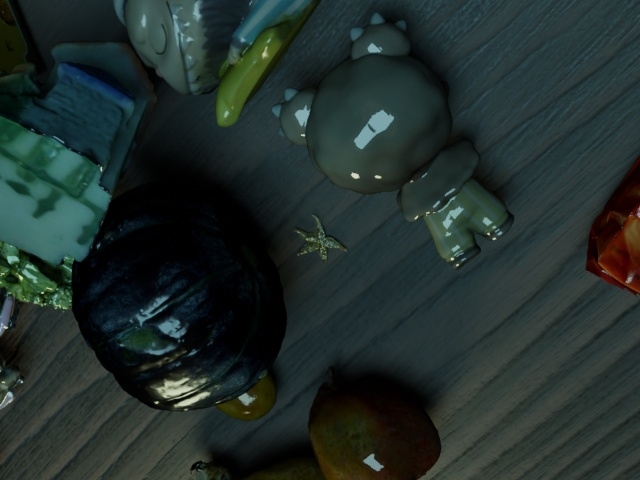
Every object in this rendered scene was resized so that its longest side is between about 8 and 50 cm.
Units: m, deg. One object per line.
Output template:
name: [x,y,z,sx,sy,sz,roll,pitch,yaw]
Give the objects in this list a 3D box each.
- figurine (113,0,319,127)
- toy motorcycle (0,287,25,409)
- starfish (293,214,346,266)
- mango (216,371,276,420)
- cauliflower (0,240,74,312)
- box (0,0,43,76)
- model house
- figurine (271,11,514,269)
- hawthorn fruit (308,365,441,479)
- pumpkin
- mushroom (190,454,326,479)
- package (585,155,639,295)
figurine: [-0.172,-0.404,1.390,0.378,0.266,0.361,34,110,-6]
toy motorcycle: [-0.607,0.206,1.810,0.143,0.188,0.327,19,102,13]
starfish: [0.000,0.000,1.677,0.086,0.016,0.092,-2,111,9]
mango: [-0.153,0.251,1.780,0.163,0.089,0.111,25,105,9]
cauliflower: [-0.488,-0.005,1.632,0.275,0.250,0.272,20,114,6]
box: [-0.606,-0.330,1.407,0.138,0.420,0.373,-11,112,22]
model house: [-0.361,-0.179,1.441,0.252,0.329,0.295,29,140,-7]
figurine: [0.123,-0.127,1.491,0.248,0.203,0.380,-39,104,19]
hawthorn fruit: [0.078,0.324,1.725,0.208,0.208,0.248,-42,82,24]
pumpkin: [-0.216,0.084,1.565,0.266,0.363,0.363,-31,106,20]
mushroom: [-0.076,0.518,1.844,0.345,0.259,0.345,-9,123,-15]
package: [0.570,-0.089,1.471,0.196,0.123,0.423,26,116,-4]
